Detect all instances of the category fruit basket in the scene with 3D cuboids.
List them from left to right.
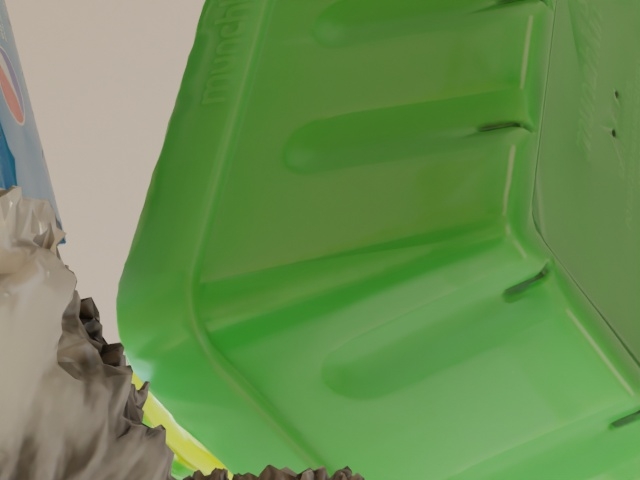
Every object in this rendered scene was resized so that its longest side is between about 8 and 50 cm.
[{"bbox_3d":[0.000,0.000,0.959,0.392,0.283,0.392,-25,-143,21],"label":"fruit basket"}]

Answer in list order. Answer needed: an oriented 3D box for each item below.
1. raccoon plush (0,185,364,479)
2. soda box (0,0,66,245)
[{"bbox_3d":[-0.070,0.105,0.584,0.216,0.446,0.299,-35,-144,-27],"label":"raccoon plush"},{"bbox_3d":[-0.170,-0.092,0.791,0.067,0.071,0.210,-17,-97,5],"label":"soda box"}]
